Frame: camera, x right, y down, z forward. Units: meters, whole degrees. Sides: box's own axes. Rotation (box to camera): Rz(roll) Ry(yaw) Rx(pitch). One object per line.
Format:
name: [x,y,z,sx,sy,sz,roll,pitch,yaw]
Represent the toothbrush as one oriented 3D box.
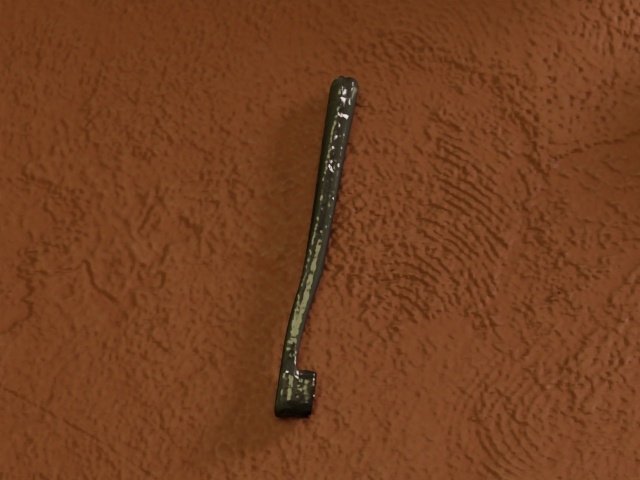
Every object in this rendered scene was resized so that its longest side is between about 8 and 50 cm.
toothbrush: [0.000,0.000,1.307,0.031,0.030,0.297,9,71,0]
